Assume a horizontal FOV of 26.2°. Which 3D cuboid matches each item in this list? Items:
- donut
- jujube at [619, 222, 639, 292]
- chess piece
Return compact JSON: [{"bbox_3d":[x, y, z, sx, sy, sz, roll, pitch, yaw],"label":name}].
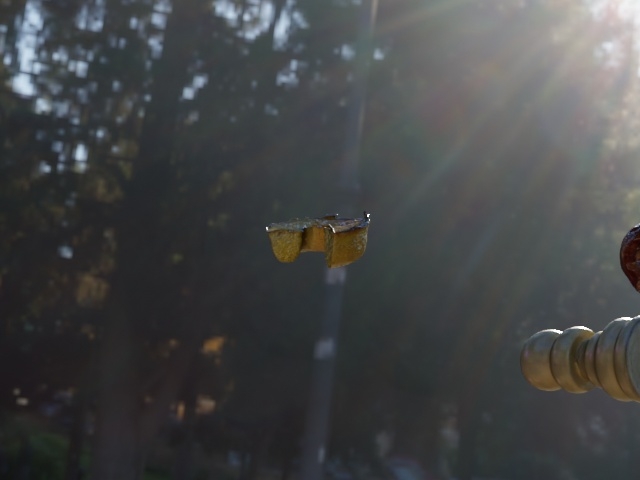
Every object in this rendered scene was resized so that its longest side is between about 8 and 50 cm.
[{"bbox_3d":[0.004,-0.002,2.303,0.181,0.078,0.146,-1,12,31],"label":"donut"},{"bbox_3d":[0.585,0.021,2.190,0.250,0.174,0.174,1,-3,-44],"label":"jujube"},{"bbox_3d":[0.300,0.132,1.530,0.094,0.094,0.170,14,-13,-38],"label":"chess piece"}]
